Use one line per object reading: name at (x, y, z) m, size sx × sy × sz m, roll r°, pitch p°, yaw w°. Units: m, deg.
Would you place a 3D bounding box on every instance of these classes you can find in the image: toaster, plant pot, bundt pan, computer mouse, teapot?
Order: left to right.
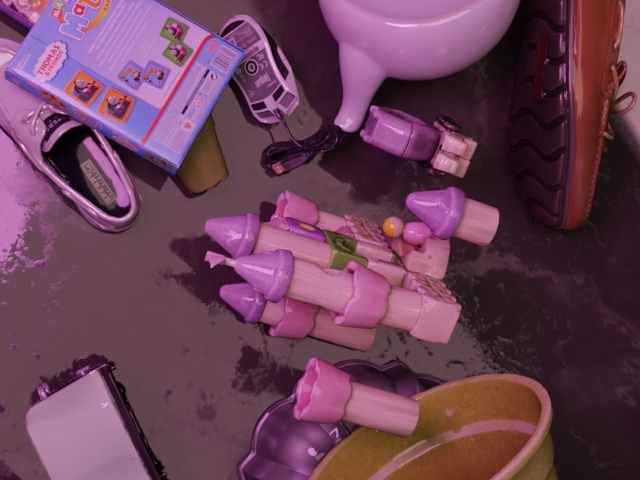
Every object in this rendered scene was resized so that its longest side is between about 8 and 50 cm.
toaster at (-0.239, 0.228, 1.368) m, size 0.110 × 0.168 × 0.185 m, roll -26°, pitch 91°, yaw -10°
plant pot at (-0.145, -0.099, 1.455) m, size 0.083 × 0.083 × 0.079 m, roll -28°, pitch 105°, yaw -12°
computer mouse at (-0.054, -0.178, 1.480) m, size 0.106 × 0.042 × 0.193 m, roll -28°, pitch 87°, yaw 32°
bundt pan at (0.073, 0.301, 1.452) m, size 0.331 × 0.124 × 0.331 m, roll 1°, pitch 86°, yaw -13°
teapot at (0.121, -0.282, 1.470) m, size 0.256 × 0.187 × 0.252 m, roll -10°, pitch 61°, yaw 5°
plant pot at (0.156, 0.317, 1.291) m, size 0.276 × 0.276 × 0.254 m, roll -30°, pitch 105°, yaw -12°

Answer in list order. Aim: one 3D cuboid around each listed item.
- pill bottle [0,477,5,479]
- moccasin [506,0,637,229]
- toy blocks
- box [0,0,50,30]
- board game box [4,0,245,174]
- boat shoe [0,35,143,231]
pill bottle at (-0.392, 0.344, 1.358) m, size 0.103 × 0.103 × 0.184 m, roll 40°, pitch 80°, yaw -7°
moccasin at (0.307, -0.200, 1.505) m, size 0.147 × 0.139 × 0.380 m, roll -7°, pitch 101°, yaw -28°
toy blocks at (0.000, 0.000, 1.337) m, size 0.260 × 0.288 × 0.309 m, roll 18°, pitch 105°, yaw -15°
box at (-0.273, -0.376, 1.448) m, size 0.201 × 0.057 × 0.293 m, roll 33°, pitch 81°, yaw -9°
board game box at (-0.213, -0.193, 1.385) m, size 0.211 × 0.039 × 0.160 m, roll 30°, pitch 72°, yaw -7°
boat shoe at (-0.297, -0.121, 1.413) m, size 0.096 × 0.088 × 0.267 m, roll -35°, pitch 94°, yaw -12°
